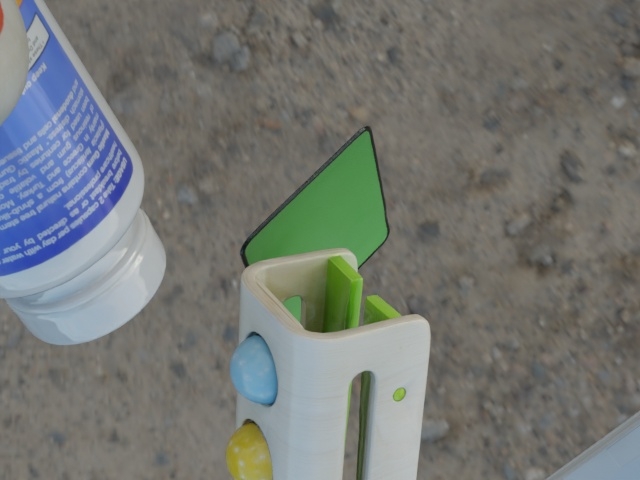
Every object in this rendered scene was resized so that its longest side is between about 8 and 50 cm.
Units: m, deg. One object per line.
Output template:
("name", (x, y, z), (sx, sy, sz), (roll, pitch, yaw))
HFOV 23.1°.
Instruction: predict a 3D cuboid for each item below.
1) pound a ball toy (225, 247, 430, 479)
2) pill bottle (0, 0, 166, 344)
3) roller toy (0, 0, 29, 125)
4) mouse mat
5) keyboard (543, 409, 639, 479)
("pound a ball toy", (-0.031, 0.162, 1.269), (0.136, 0.208, 0.319), (-11, 122, -27))
("pill bottle", (-0.208, -0.059, 1.015), (0.152, 0.152, 0.272), (-26, 129, 2))
("roller toy", (-0.220, -0.087, 0.623), (0.191, 0.209, 0.146), (38, 111, -18))
("mouse mat", (0.000, 0.000, 1.319), (0.152, 0.007, 0.189), (-44, 155, -16))
("keyboard", (0.124, 0.126, 0.664), (0.256, 0.014, 0.072), (-40, 88, 20))
